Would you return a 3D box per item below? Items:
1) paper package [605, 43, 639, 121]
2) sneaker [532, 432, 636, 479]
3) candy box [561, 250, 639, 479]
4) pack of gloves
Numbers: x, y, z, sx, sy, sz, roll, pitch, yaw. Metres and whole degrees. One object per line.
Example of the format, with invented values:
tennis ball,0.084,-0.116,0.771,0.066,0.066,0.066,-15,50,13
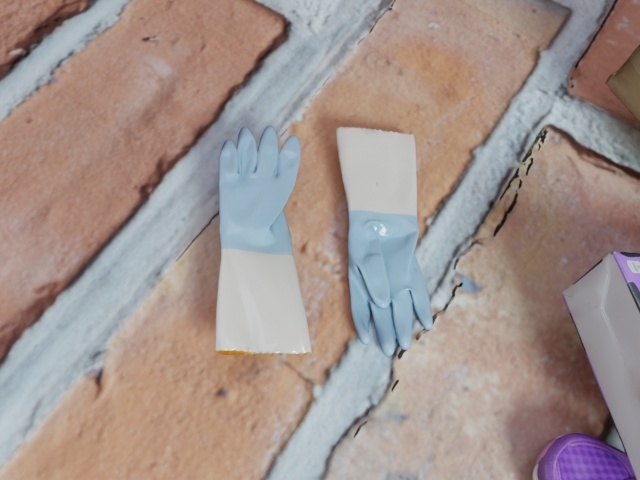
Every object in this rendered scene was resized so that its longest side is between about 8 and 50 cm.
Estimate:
paper package,0.485,-0.110,0.656,0.309,0.168,0.325,-18,64,-29
sneaker,0.263,0.227,0.528,0.095,0.105,0.236,-38,69,-20
candy box,0.312,0.098,0.580,0.196,0.070,0.165,4,54,-24
pack of gloves,0.000,0.000,0.681,0.195,0.046,0.232,4,64,-14
